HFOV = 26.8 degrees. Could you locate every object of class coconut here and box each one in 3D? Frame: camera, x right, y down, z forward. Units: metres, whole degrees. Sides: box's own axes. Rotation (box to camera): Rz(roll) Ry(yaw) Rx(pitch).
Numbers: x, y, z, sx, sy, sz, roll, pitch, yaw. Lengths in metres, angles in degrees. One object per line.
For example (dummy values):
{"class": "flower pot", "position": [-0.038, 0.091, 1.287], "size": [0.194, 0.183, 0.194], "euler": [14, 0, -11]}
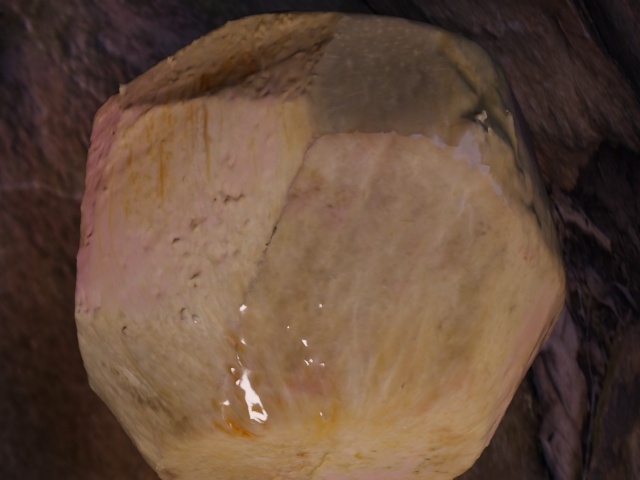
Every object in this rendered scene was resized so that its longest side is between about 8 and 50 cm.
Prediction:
{"class": "coconut", "position": [0.000, 0.000, 0.621], "size": [0.197, 0.236, 0.237], "euler": [30, 48, -44]}
